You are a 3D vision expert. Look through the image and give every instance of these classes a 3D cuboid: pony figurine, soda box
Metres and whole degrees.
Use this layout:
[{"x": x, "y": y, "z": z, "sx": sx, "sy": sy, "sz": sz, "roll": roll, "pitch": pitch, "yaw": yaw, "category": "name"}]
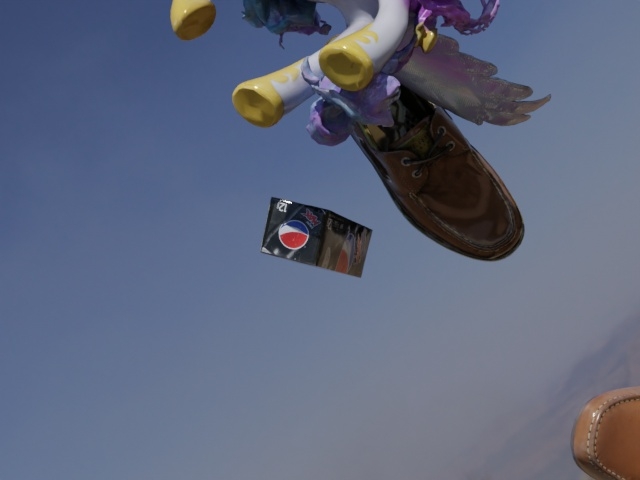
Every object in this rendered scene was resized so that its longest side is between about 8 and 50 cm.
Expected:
[{"x": 0.053, "y": -0.232, "z": 0.925, "sx": 0.363, "sy": 0.351, "sz": 0.303, "roll": -49, "pitch": -15, "yaw": -44, "category": "pony figurine"}, {"x": 0.000, "y": 0.000, "z": 0.990, "sx": 0.169, "sy": 0.060, "sz": 0.053, "roll": 18, "pitch": -94, "yaw": -72, "category": "soda box"}]

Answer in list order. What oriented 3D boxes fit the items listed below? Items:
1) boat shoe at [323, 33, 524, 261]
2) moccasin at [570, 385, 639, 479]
[{"x": 0.102, "y": -0.097, "z": 1.125, "sx": 0.111, "sy": 0.307, "sz": 0.104, "roll": -44, "pitch": -9, "yaw": 0, "category": "boat shoe"}, {"x": 0.454, "y": 0.260, "z": 1.148, "sx": 0.139, "sy": 0.380, "sz": 0.147, "roll": -67, "pitch": 15, "yaw": -6, "category": "moccasin"}]
